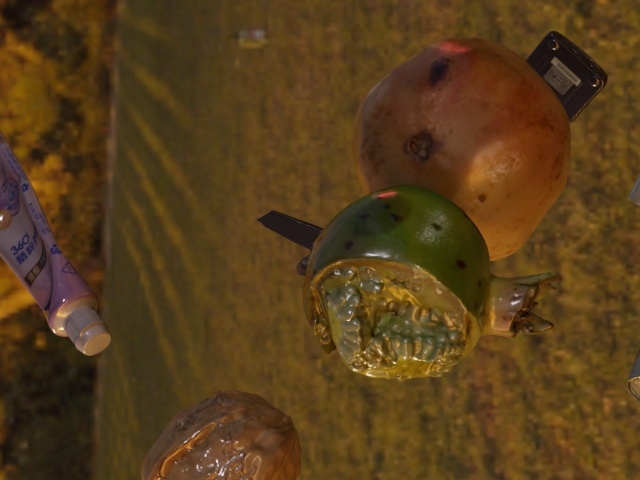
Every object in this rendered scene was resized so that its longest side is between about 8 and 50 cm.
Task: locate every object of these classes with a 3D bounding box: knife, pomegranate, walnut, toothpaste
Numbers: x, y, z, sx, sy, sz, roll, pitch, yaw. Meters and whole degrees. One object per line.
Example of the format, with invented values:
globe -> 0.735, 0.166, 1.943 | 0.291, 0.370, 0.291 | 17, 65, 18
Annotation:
knife -> 0.000, 0.000, 2.083 | 0.028, 0.230, 0.060 | -50, -29, -44
pomegranate -> 0.207, -0.135, 1.971 | 0.342, 0.342, 0.343 | 178, 90, -76
walnut -> -0.139, 0.314, 1.832 | 0.245, 0.198, 0.198 | -45, 24, 6
pomegranate -> 0.136, 0.062, 1.715 | 0.260, 0.340, 0.260 | 7, -90, -89
toothpaste -> -0.271, -0.012, 1.193 | 0.075, 0.048, 0.301 | -49, 59, 15

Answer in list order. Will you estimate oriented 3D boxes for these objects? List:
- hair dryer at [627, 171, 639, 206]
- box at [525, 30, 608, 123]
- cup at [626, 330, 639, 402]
hair dryer -> 0.563, -0.125, 2.028 | 0.092, 0.267, 0.229 | 38, 90, 37
box -> 0.388, -0.261, 2.167 | 0.126, 0.027, 0.125 | 42, 134, 6
cup -> 0.582, 0.208, 2.271 | 0.141, 0.120, 0.120 | -48, -15, -35
